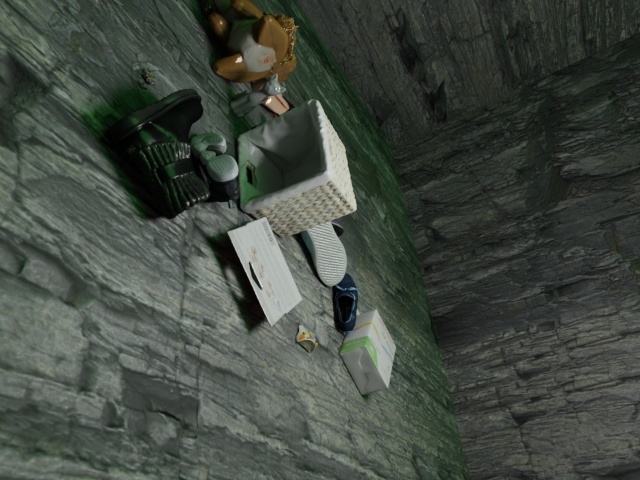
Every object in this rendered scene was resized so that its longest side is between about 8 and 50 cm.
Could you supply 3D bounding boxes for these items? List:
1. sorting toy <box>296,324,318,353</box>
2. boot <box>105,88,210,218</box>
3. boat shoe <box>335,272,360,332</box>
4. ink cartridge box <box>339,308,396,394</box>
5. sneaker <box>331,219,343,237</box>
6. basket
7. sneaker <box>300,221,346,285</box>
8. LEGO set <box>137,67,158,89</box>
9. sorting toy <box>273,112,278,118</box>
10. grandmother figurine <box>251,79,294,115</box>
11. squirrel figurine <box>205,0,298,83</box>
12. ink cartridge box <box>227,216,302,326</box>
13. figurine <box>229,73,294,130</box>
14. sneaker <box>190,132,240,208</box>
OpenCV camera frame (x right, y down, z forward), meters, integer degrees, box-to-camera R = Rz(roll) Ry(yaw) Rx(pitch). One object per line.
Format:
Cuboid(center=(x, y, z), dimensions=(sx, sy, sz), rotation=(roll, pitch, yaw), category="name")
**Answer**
Cuboid(center=(-0.048, 0.317, 1.615), dimensions=(0.083, 0.044, 0.075), rotation=(49, 9, -39), category="sorting toy")
Cuboid(center=(-0.358, -0.224, 1.257), dimensions=(0.260, 0.131, 0.348), rotation=(54, 35, -15), category="boot")
Cuboid(center=(0.110, 0.234, 1.944), dimensions=(0.089, 0.108, 0.259), rotation=(74, 6, -54), category="boat shoe")
Cuboid(center=(0.204, 0.424, 1.980), dimensions=(0.207, 0.119, 0.353), rotation=(62, 22, -13), category="ink cartridge box")
Cuboid(center=(-0.013, -0.106, 2.045), dimensions=(0.283, 0.107, 0.124), rotation=(42, 18, -54), category="sneaker")
Cuboid(center=(-0.077, -0.233, 1.672), dimensions=(0.266, 0.331, 0.329), rotation=(42, 34, -52), category="basket")
Cuboid(center=(0.000, 0.000, 1.908), dimensions=(0.150, 0.135, 0.366), rotation=(-135, -153, -62), category="sneaker")
Cuboid(center=(-0.479, -0.444, 1.348), dimensions=(0.054, 0.023, 0.083), rotation=(59, 36, -16), category="LEGO set")
Cuboid(center=(-0.149, -0.400, 2.023), dimensions=(0.274, 0.046, 0.133), rotation=(49, 27, -56), category="sorting toy")
Cuboid(center=(-0.156, -0.566, 2.119), dimensions=(0.342, 0.103, 0.208), rotation=(20, 60, -59), category="grandmother figurine")
Cuboid(center=(-0.267, -0.808, 1.892), dimensions=(0.396, 0.281, 0.371), rotation=(6, 49, -56), category="squirrel figurine")
Cuboid(center=(-0.180, 0.093, 1.468), dimensions=(0.297, 0.066, 0.261), rotation=(66, 22, -3), category="ink cartridge box")
Cuboid(center=(-0.196, -0.469, 1.774), dimensions=(0.215, 0.209, 0.092), rotation=(64, 22, -8), category="figurine")
Cuboid(center=(-0.305, -0.201, 1.420), dimensions=(0.269, 0.101, 0.153), rotation=(-126, -153, -45), category="sneaker")
